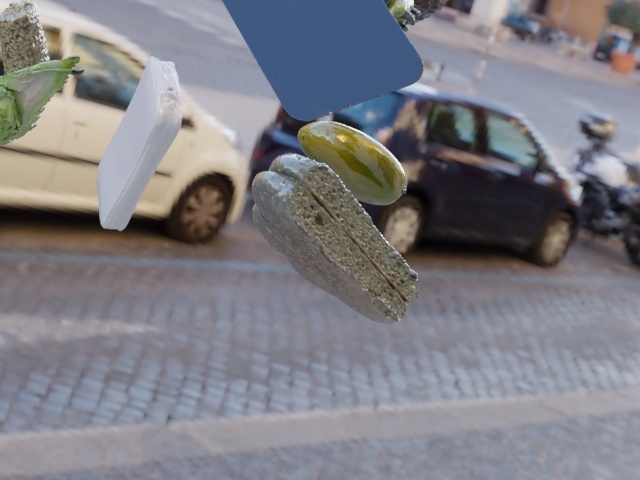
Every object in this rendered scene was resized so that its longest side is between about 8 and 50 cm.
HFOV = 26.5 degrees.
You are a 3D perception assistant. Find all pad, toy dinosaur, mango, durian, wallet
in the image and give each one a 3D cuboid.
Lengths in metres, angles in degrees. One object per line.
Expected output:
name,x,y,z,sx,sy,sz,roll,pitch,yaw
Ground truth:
pad,-0.005,-0.262,1.635,0.181,0.004,0.267,-21,60,-13
toy dinosaur,0.084,-0.364,2.050,0.153,0.094,0.259,40,5,3
mango,0.053,-0.124,2.161,0.191,0.085,0.122,33,-14,-18
durian,-0.529,-0.204,2.138,0.375,0.107,0.132,-15,-4,23
wallet,-0.183,-0.095,1.357,0.033,0.190,0.095,9,50,-27

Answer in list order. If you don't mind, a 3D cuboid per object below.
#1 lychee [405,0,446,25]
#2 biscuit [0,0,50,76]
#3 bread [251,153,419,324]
lychee,0.124,-0.496,2.340,0.264,0.264,0.300,19,40,7
biscuit,-0.533,-0.351,2.444,0.070,0.168,0.082,8,42,9
bread,0.004,-0.004,2.014,0.183,0.102,0.337,16,-26,49
